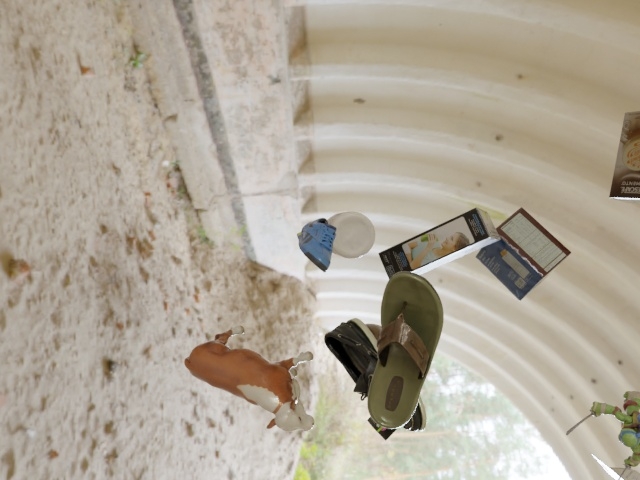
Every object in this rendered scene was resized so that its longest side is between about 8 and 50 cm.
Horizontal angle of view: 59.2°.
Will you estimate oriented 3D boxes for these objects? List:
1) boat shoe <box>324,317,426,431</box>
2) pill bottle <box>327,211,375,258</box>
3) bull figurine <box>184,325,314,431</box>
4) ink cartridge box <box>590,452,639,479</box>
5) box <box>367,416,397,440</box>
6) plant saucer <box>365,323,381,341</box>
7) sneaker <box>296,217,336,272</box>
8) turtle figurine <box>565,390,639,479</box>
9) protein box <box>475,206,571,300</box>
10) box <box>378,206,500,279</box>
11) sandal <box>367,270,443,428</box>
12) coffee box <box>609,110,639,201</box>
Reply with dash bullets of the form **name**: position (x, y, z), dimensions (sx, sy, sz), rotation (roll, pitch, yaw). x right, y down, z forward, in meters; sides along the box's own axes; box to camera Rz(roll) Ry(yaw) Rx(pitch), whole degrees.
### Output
- **boat shoe**: position (0.117, 0.324, 1.348), dimensions (0.340, 0.113, 0.127), rotation (55, -38, 37)
- **pill bottle**: position (0.091, -0.021, 2.001), dimensions (0.278, 0.162, 0.162), rotation (-171, -102, -83)
- **bull figurine**: position (-0.128, 0.280, 1.170), dimensions (0.188, 0.310, 0.101), rotation (-25, 133, -62)
- **ink cartridge box**: position (1.006, 0.775, 1.817), dimensions (0.181, 0.056, 0.224), rotation (45, -1, -32)
- **box**: position (0.186, 0.507, 1.593), dimensions (0.062, 0.083, 0.052), rotation (48, -8, -14)
- **plant saucer**: position (0.250, 0.400, 1.880), dimensions (0.311, 0.050, 0.310), rotation (57, 0, 1)
- **sneaker**: position (0.000, 0.000, 1.252), dimensions (0.069, 0.082, 0.209), rotation (46, 9, -19)
- **turtle figurine**: position (0.915, 0.583, 1.735), dimensions (0.198, 0.266, 0.275), rotation (40, -57, 32)
- **protein box**: position (0.628, 0.046, 1.769), dimensions (0.201, 0.136, 0.200), rotation (48, -18, 19)
- **box**: position (0.321, 0.015, 1.516), dimensions (0.169, 0.289, 0.087), rotation (3, 63, -63)
- **sandal**: position (0.154, 0.209, 1.042), dimensions (0.086, 0.120, 0.303), rotation (-5, 104, -72)
- **coffee box**: position (0.911, -0.228, 1.556), dimensions (0.141, 0.098, 0.247), rotation (10, -89, 59)
